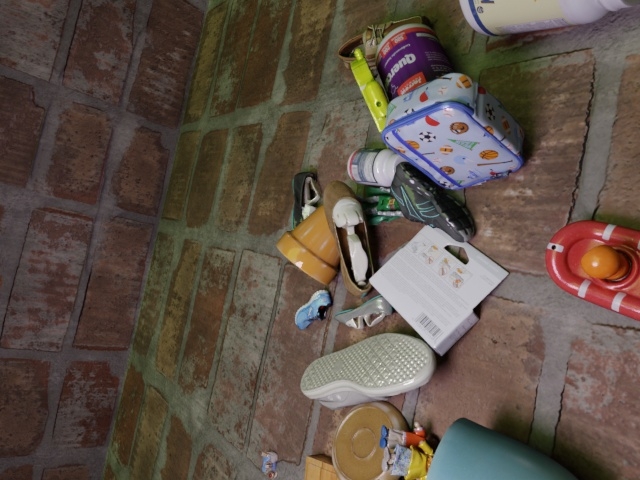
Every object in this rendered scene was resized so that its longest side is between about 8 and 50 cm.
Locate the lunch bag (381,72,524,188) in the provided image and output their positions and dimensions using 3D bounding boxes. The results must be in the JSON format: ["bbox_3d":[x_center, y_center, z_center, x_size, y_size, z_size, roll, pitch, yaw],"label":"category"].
[{"bbox_3d":[0.297,-0.225,1.069,0.243,0.303,0.115,-15,54,47],"label":"lunch bag"}]

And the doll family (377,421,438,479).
[{"bbox_3d":[0.207,0.548,1.057,0.118,0.163,0.263,-179,102,-83],"label":"doll family"}]

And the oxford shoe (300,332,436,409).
[{"bbox_3d":[0.127,0.351,1.227,0.449,0.130,0.169,-29,27,44],"label":"oxford shoe"}]

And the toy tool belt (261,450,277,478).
[{"bbox_3d":[-0.172,0.728,1.540,0.052,0.051,0.084,-17,66,47],"label":"toy tool belt"}]

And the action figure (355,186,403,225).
[{"bbox_3d":[0.190,-0.104,1.347,0.232,0.063,0.137,-1,76,47],"label":"action figure"}]

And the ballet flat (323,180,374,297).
[{"bbox_3d":[0.087,-0.007,1.321,0.124,0.116,0.343,161,99,-83],"label":"ballet flat"}]

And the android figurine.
[{"bbox_3d":[0.152,-0.386,1.294,0.056,0.248,0.273,-22,98,14],"label":"android figurine"}]

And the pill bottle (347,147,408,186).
[{"bbox_3d":[0.172,-0.209,1.359,0.180,0.107,0.108,15,91,51],"label":"pill bottle"}]

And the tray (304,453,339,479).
[{"bbox_3d":[0.031,0.807,1.253,0.202,0.076,0.412,-10,73,49],"label":"tray"}]

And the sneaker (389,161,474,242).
[{"bbox_3d":[0.274,-0.082,1.196,0.267,0.101,0.106,53,133,29],"label":"sneaker"}]

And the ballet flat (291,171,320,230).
[{"bbox_3d":[-0.047,-0.117,1.616,0.096,0.095,0.281,-19,64,33],"label":"ballet flat"}]

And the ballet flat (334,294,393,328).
[{"bbox_3d":[0.117,0.213,1.330,0.213,0.072,0.068,-31,63,42],"label":"ballet flat"}]

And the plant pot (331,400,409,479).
[{"bbox_3d":[0.116,0.518,1.206,0.236,0.032,0.237,-28,42,29],"label":"plant pot"}]

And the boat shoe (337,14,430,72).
[{"bbox_3d":[0.180,-0.598,1.456,0.323,0.119,0.123,-8,73,50],"label":"boat shoe"}]

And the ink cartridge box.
[{"bbox_3d":[0.285,0.103,1.170,0.239,0.060,0.275,-44,43,1],"label":"ink cartridge box"}]

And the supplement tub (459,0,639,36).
[{"bbox_3d":[0.480,-0.566,0.987,0.324,0.235,0.236,20,95,52],"label":"supplement tub"}]

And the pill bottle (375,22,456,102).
[{"bbox_3d":[0.265,-0.399,1.243,0.181,0.181,0.323,-39,51,37],"label":"pill bottle"}]

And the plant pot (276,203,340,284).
[{"bbox_3d":[0.000,0.000,1.454,0.188,0.205,0.205,-53,42,4],"label":"plant pot"}]

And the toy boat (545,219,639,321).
[{"bbox_3d":[0.508,0.043,0.837,0.231,0.151,0.151,26,99,51],"label":"toy boat"}]

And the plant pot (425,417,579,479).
[{"bbox_3d":[0.331,0.492,0.825,0.235,0.293,0.294,7,84,37],"label":"plant pot"}]

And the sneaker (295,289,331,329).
[{"bbox_3d":[-0.022,0.231,1.501,0.162,0.063,0.073,-53,47,27],"label":"sneaker"}]
